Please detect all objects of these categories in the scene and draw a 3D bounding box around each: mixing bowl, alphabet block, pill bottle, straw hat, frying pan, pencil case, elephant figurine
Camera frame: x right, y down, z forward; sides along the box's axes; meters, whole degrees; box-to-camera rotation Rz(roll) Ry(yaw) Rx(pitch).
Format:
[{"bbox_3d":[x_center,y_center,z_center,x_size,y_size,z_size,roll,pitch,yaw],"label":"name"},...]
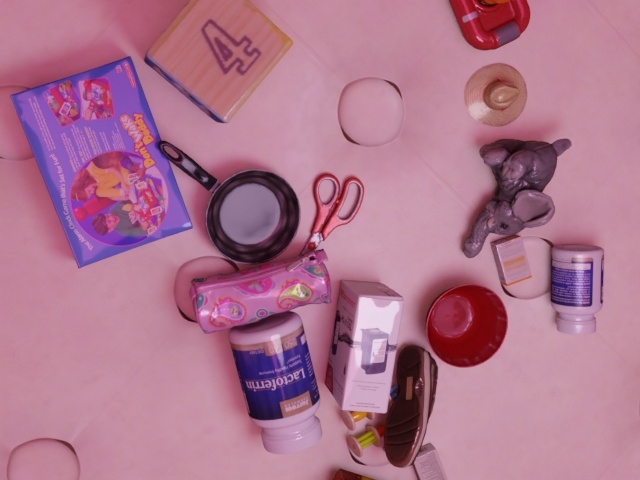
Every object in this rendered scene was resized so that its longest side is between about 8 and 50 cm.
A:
[{"bbox_3d":[0.298,0.173,1.830,0.182,0.098,0.181,-2,98,-11],"label":"mixing bowl"},{"bbox_3d":[-0.195,-0.354,1.602,0.193,0.192,0.197,40,88,-16],"label":"alphabet block"},{"bbox_3d":[-0.085,0.289,1.739,0.153,0.153,0.264,-15,101,-9],"label":"pill bottle"},{"bbox_3d":[0.381,-0.305,1.796,0.145,0.061,0.144,-2,98,-11],"label":"straw hat"},{"bbox_3d":[-0.194,-0.064,1.694,0.326,0.053,0.197,15,99,-22],"label":"frying pan"},{"bbox_3d":[-0.117,0.099,1.711,0.284,0.124,0.124,-14,101,-3],"label":"pencil case"},{"bbox_3d":[0.562,0.107,1.869,0.112,0.112,0.186,-3,98,-11],"label":"pill bottle"},{"bbox_3d":[0.412,-0.087,1.805,0.169,0.186,0.239,-30,122,-50],"label":"elephant figurine"}]

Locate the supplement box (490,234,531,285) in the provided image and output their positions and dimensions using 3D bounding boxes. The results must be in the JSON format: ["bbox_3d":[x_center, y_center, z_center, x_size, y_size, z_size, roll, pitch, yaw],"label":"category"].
[{"bbox_3d":[0.417,0.043,1.867,0.062,0.036,0.098,-18,102,-8],"label":"supplement box"}]

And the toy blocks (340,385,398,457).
[{"bbox_3d":[0.126,0.385,1.848,0.148,0.054,0.123,-24,113,-23],"label":"toy blocks"}]

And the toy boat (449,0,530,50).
[{"bbox_3d":[0.343,-0.503,1.712,0.151,0.151,0.231,-27,103,-7],"label":"toy boat"}]

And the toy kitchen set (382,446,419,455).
[{"bbox_3d":[0.193,0.433,1.874,0.068,0.075,0.083,31,131,2],"label":"toy kitchen set"}]

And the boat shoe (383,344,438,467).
[{"bbox_3d":[0.206,0.357,1.809,0.095,0.095,0.257,31,66,-44],"label":"boat shoe"}]

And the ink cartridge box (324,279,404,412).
[{"bbox_3d":[0.087,0.212,1.753,0.100,0.172,0.237,7,97,-13],"label":"ink cartridge box"}]

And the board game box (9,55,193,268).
[{"bbox_3d":[-0.415,-0.150,1.642,0.233,0.078,0.347,-20,102,-9],"label":"board game box"}]

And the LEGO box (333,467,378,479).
[{"bbox_3d":[0.199,0.757,1.827,0.500,0.193,0.372,21,101,-14],"label":"LEGO box"}]

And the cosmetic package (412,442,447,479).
[{"bbox_3d":[0.243,0.517,1.899,0.060,0.041,0.115,-21,102,-8],"label":"cosmetic package"}]

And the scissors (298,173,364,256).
[{"bbox_3d":[0.000,0.000,1.781,0.109,0.021,0.297,20,93,-14],"label":"scissors"}]
